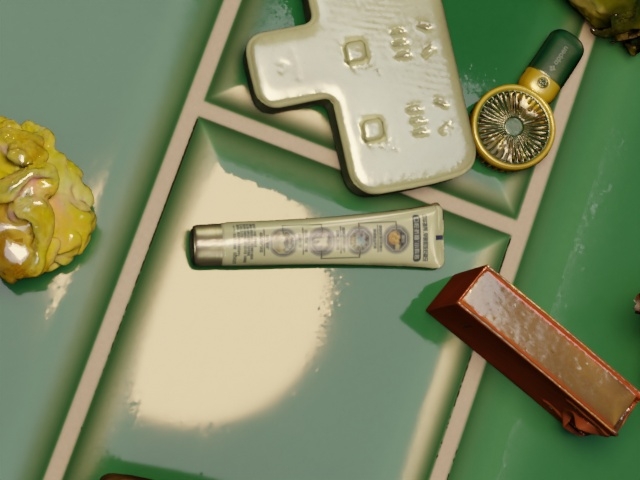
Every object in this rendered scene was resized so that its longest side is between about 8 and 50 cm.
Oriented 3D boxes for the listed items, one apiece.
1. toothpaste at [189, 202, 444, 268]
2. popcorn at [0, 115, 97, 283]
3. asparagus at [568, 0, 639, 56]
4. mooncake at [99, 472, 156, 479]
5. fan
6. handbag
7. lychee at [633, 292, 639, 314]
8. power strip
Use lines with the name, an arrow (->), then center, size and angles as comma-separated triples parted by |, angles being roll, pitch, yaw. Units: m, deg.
toothpaste -> 0.000, 0.000, 1.412 | 0.239, 0.039, 0.062 | -2, 89, -11
popcorn -> -0.268, -0.036, 1.340 | 0.126, 0.126, 0.145 | -10, 102, 15
asparagus -> 0.212, -0.328, 1.441 | 0.382, 0.108, 0.128 | 43, 112, -2
mooncake -> -0.064, 0.291, 1.249 | 0.284, 0.284, 0.155 | 13, 81, -7
fan -> 0.199, -0.133, 1.456 | 0.082, 0.039, 0.155 | 36, 79, -3
handbag -> 0.193, 0.103, 1.386 | 0.190, 0.127, 0.063 | 39, 80, -4
lychee -> 0.391, 0.088, 1.388 | 0.238, 0.200, 0.200 | 21, 81, -18
power strip -> 0.026, -0.169, 1.423 | 0.194, 0.059, 0.265 | -12, 87, -10
